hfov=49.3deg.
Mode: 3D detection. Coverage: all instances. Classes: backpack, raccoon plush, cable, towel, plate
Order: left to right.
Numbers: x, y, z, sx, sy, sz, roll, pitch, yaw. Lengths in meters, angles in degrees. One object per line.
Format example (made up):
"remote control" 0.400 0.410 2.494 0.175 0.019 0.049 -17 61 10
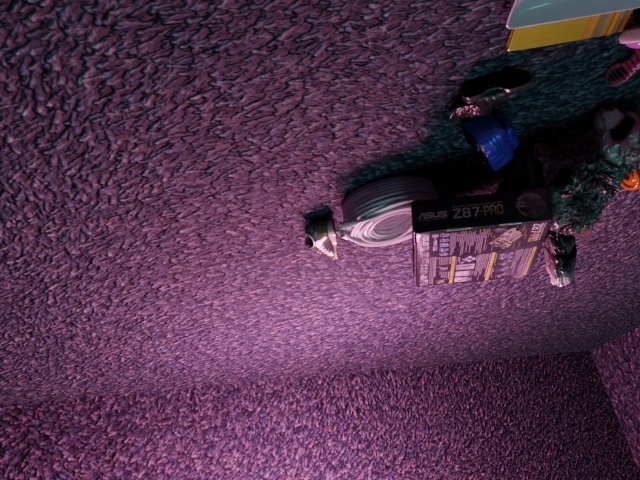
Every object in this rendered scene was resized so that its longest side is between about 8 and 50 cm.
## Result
"cable" 0.180 -0.069 1.773 0.257 0.089 0.257 -24 154 18
"backpack" 0.372 -0.231 1.532 0.101 0.098 0.120 -43 140 10
"towel" 0.466 -0.410 1.293 0.237 0.021 0.102 -11 152 -5
"raccoon plush" 0.683 -0.121 1.717 0.299 0.216 0.446 -16 134 3
"plate" 0.455 -0.470 1.125 0.278 0.045 0.277 -12 156 -6

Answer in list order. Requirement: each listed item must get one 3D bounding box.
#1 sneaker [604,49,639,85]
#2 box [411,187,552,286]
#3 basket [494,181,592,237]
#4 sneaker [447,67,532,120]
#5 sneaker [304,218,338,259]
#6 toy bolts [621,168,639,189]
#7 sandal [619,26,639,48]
"sneaker" 0.656 -0.364 1.465 0.057 0.047 0.119 -7 158 -43
"box" 0.391 0.006 1.767 0.318 0.097 0.395 -4 157 7
"basket" 0.593 -0.086 1.875 0.226 0.154 0.204 -10 111 6
"sneaker" 0.345 -0.296 1.432 0.170 0.051 0.089 -13 156 9
"sneaker" 0.000 0.000 1.860 0.086 0.064 0.192 -6 155 1
"toy bolts" 0.897 -0.217 1.803 0.158 0.218 0.229 -22 124 -13
"sandal" 0.773 -0.376 1.345 0.416 0.102 0.169 -8 -169 -16
